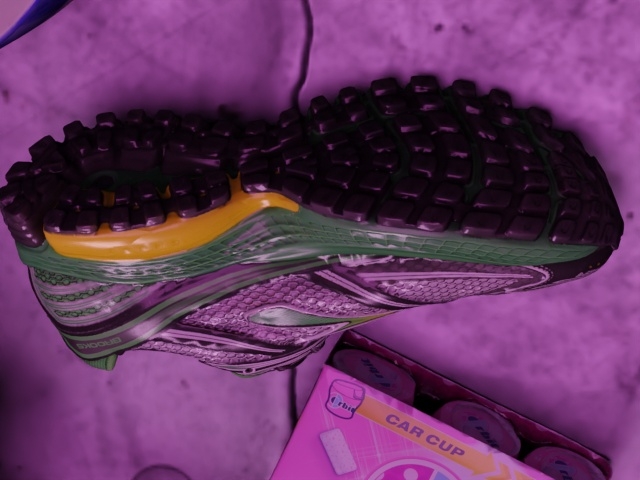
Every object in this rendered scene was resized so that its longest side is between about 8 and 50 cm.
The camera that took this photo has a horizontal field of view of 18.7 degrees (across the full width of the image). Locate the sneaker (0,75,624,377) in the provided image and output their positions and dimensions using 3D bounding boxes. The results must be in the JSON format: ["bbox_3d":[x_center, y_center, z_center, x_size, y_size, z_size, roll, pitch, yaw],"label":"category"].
[{"bbox_3d":[0.000,0.000,1.107,0.343,0.134,0.146,-2,130,11],"label":"sneaker"}]

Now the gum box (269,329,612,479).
[{"bbox_3d":[0.071,0.148,1.158,0.188,0.062,0.107,27,113,3],"label":"gum box"}]

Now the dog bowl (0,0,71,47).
[{"bbox_3d":[-0.240,-0.225,1.079,0.265,0.104,0.265,4,110,11],"label":"dog bowl"}]
